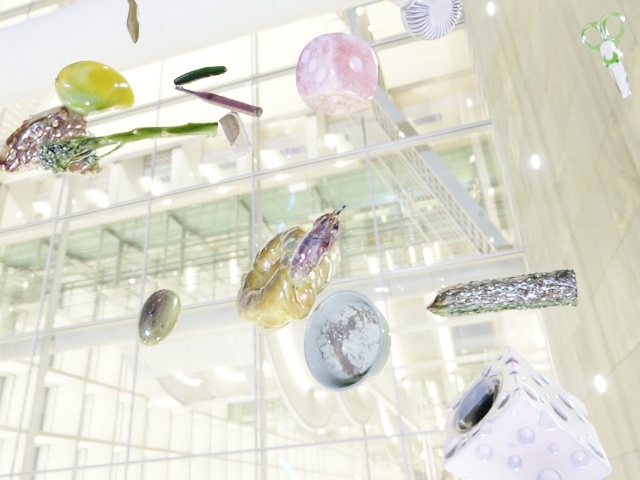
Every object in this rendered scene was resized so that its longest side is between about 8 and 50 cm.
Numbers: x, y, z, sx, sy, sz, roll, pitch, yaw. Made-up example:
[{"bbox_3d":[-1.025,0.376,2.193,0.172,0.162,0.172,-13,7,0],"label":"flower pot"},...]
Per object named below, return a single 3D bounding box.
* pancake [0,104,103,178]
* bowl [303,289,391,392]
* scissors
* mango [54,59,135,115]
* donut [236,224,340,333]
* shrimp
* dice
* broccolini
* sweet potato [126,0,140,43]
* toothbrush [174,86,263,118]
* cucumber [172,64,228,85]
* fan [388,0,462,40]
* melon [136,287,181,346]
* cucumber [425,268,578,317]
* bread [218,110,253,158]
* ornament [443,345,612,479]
[{"bbox_3d":[-0.632,-0.219,1.305,0.244,0.266,0.057,41,179,7],"label":"pancake"},{"bbox_3d":[0.102,0.299,1.567,0.146,0.289,0.289,21,-125,-45],"label":"bowl"},{"bbox_3d":[0.717,-0.449,1.319,0.027,0.101,0.204,-28,-82,-35],"label":"scissors"},{"bbox_3d":[-0.522,-0.352,1.237,0.191,0.085,0.122,-36,-76,-58],"label":"mango"},{"bbox_3d":[-0.101,0.111,1.621,0.170,0.360,0.360,37,-147,-24],"label":"donut"},{"bbox_3d":[-0.001,-0.001,1.099,0.190,0.074,0.073,-60,-16,-9],"label":"shrimp"},{"bbox_3d":[0.024,-0.244,0.791,0.094,0.091,0.093,8,-99,-37],"label":"dice"},{"bbox_3d":[-0.416,-0.209,1.193,0.079,0.392,0.074,-129,34,-54],"label":"broccolini"},{"bbox_3d":[-0.512,-0.611,1.460,0.038,0.041,0.153,30,-130,-82],"label":"sweet potato"},{"bbox_3d":[-0.325,-0.438,1.665,0.041,0.364,0.041,-39,-39,-41],"label":"toothbrush"},{"bbox_3d":[-0.340,-0.471,1.518,0.184,0.033,0.036,-27,-71,-31],"label":"cucumber"},{"bbox_3d":[0.190,-0.510,1.115,0.130,0.244,0.074,-65,32,15],"label":"fan"},{"bbox_3d":[-0.412,0.196,1.363,0.099,0.099,0.162,65,-150,-47],"label":"melon"},{"bbox_3d":[0.439,0.134,1.327,0.096,0.359,0.096,-7,-90,-72],"label":"cucumber"},{"bbox_3d":[-0.293,-0.371,1.866,0.105,0.077,0.152,55,-171,-38],"label":"bread"},{"bbox_3d":[0.441,0.435,1.199,0.239,0.239,0.240,39,-160,1],"label":"ornament"}]
